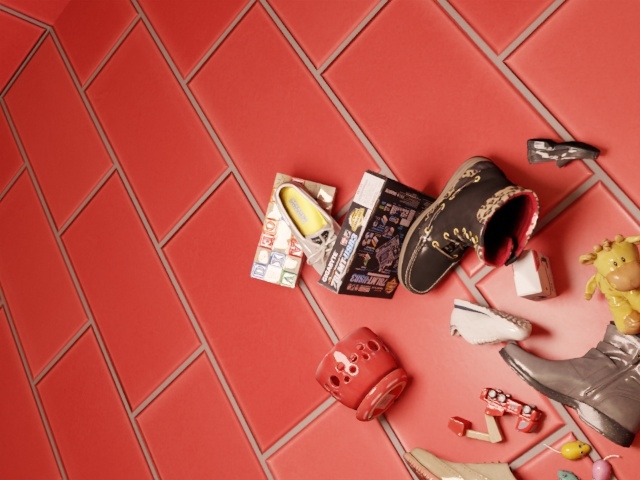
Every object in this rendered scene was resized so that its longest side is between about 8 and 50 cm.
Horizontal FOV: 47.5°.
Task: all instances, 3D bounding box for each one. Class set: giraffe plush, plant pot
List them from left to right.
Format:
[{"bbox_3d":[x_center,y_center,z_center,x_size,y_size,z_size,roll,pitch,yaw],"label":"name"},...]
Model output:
[{"bbox_3d":[0.112,0.339,1.826,0.174,0.191,0.191,41,106,25],"label":"plant pot"},{"bbox_3d":[0.628,0.065,1.491,0.181,0.170,0.210,-44,46,-3],"label":"giraffe plush"}]

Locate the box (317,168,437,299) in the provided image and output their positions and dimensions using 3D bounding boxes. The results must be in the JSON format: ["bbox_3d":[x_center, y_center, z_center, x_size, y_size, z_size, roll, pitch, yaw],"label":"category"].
[{"bbox_3d":[0.147,-0.003,1.789,0.073,0.295,0.294,30,100,32],"label":"box"}]

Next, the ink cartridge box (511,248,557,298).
[{"bbox_3d":[0.481,0.080,1.639,0.056,0.135,0.099,-16,74,29],"label":"ink cartridge box"}]

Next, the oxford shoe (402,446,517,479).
[{"bbox_3d":[0.367,0.566,1.665,0.396,0.140,0.146,24,65,40],"label":"oxford shoe"}]

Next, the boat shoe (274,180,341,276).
[{"bbox_3d":[0.006,-0.006,1.899,0.135,0.156,0.367,-35,89,3],"label":"boat shoe"}]

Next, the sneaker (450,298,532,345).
[{"bbox_3d":[0.392,0.205,1.690,0.235,0.090,0.095,16,90,61],"label":"sneaker"}]

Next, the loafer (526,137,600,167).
[{"bbox_3d":[0.560,-0.198,1.685,0.170,0.062,0.061,14,112,39],"label":"loafer"}]

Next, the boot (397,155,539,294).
[{"bbox_3d":[0.335,-0.004,1.680,0.377,0.138,0.284,-55,20,8],"label":"boot"}]

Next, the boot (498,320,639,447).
[{"bbox_3d":[0.577,0.263,1.573,0.338,0.118,0.223,33,94,28],"label":"boot"}]

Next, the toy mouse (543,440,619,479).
[{"bbox_3d":[0.567,0.506,1.568,0.160,0.031,0.143,-16,73,32],"label":"toy mouse"}]

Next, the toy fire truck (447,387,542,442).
[{"bbox_3d":[0.403,0.417,1.689,0.192,0.047,0.135,21,95,35],"label":"toy fire truck"}]

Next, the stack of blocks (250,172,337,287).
[{"bbox_3d":[-0.072,-0.022,2.029,0.171,0.087,0.297,15,91,5],"label":"stack of blocks"}]
